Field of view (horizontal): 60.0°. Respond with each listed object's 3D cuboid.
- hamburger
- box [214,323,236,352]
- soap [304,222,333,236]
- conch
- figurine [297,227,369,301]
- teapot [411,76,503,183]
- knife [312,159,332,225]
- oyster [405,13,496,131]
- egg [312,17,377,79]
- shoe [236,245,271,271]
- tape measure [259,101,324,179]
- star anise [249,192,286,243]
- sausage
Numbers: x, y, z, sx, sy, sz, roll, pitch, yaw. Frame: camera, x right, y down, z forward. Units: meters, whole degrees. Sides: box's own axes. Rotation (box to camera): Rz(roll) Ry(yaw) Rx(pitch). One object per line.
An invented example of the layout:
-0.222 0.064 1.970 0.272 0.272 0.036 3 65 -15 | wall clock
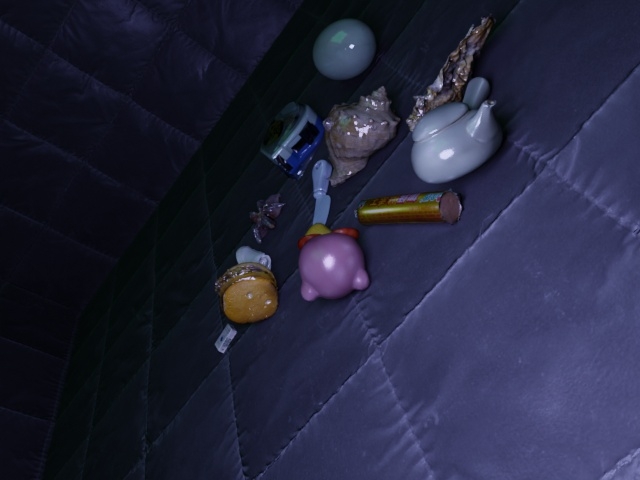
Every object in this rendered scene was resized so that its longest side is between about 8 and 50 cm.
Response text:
-0.223 0.151 1.659 0.118 0.191 0.181 -121 47 -59 | hamburger
-0.310 0.320 1.814 0.083 0.024 0.054 -57 30 0 | box
0.000 0.000 1.614 0.089 0.033 0.168 -60 33 4 | soap
0.095 -0.325 1.656 0.324 0.186 0.263 -44 13 24 | conch
0.029 0.063 1.376 0.173 0.173 0.173 -39 33 32 | figurine
0.303 -0.247 1.257 0.220 0.149 0.318 -26 16 22 | teapot
0.003 -0.120 1.739 0.080 0.044 0.331 -25 48 36 | knife
0.334 -0.404 1.373 0.354 0.107 0.201 -50 0 1 | oyster
0.085 -0.680 1.981 0.283 0.203 0.202 -9 55 61 | egg
-0.211 0.079 1.842 0.110 0.095 0.265 -30 27 7 | shoe
-0.107 -0.383 2.069 0.262 0.138 0.259 -56 29 5 | tape measure
-0.197 -0.099 2.007 0.172 0.063 0.208 -49 29 14 | star anise
0.190 -0.076 1.346 0.372 0.082 0.082 1 63 59 | sausage
